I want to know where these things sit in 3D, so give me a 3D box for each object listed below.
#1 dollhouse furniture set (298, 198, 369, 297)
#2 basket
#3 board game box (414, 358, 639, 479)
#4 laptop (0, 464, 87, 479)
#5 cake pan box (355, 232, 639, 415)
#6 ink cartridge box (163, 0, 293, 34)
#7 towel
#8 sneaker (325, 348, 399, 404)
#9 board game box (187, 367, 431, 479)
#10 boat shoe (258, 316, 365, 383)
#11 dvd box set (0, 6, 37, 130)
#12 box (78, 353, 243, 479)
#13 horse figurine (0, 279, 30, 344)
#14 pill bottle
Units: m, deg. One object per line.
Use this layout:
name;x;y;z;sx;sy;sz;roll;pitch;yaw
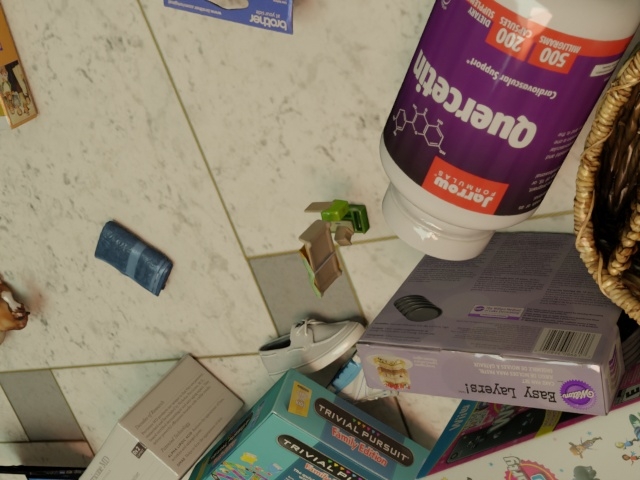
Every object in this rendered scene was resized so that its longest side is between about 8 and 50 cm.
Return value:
dollhouse furniture set;0.000;0.000;1.200;0.058;0.152;0.076;1;118;29
basket;0.342;-0.065;0.896;0.213;0.223;0.299;24;128;9
board game box;0.276;0.188;1.095;0.303;0.224;0.097;-33;98;39
laptop;-0.486;0.466;1.777;0.234;0.264;0.137;-8;76;34
cake pan box;0.207;0.074;1.058;0.266;0.246;0.070;1;121;29
ink cartridge box;-0.092;-0.392;1.084;0.185;0.065;0.311;16;122;23
towel;-0.272;0.026;1.460;0.119;0.029;0.067;34;128;11
sneaker;0.060;0.191;1.332;0.083;0.071;0.191;36;130;1
board game box;-0.019;0.340;1.402;0.253;0.079;0.336;32;136;-8
boat shoe;-0.017;0.137;1.354;0.063;0.066;0.184;53;139;-8
dvd box set;-0.586;-0.353;1.408;0.307;0.062;0.420;2;118;31
box;-0.236;0.298;1.498;0.119;0.182;0.181;40;130;4
horse figurine;-0.570;0.121;1.675;0.174;0.066;0.263;48;128;6
pill bottle;0.170;-0.138;0.995;0.181;0.181;0.323;31;128;13
